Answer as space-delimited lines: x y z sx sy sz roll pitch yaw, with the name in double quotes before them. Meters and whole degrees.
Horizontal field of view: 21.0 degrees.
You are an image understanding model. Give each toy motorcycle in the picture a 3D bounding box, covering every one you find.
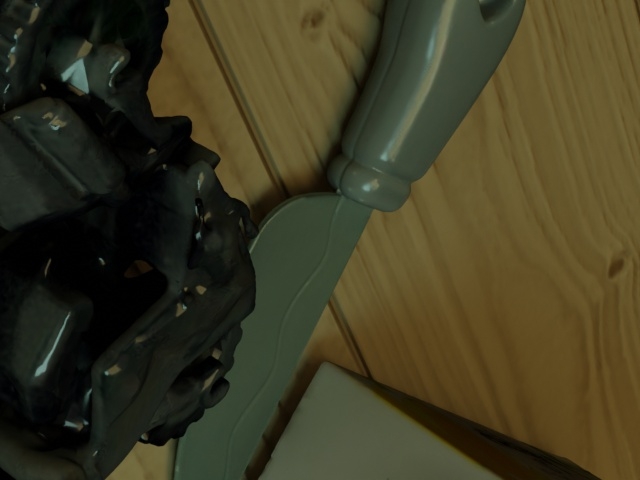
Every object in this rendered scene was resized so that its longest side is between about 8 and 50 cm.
"toy motorcycle" -0.098 0.014 0.663 0.159 0.106 0.270 -47 149 -24

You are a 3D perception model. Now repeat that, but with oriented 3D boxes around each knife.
"knife" -0.001 -0.001 0.815 0.080 0.044 0.331 28 92 -52

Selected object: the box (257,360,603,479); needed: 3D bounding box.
"box" 0.110 0.174 0.880 0.260 0.194 0.111 23 95 -50
